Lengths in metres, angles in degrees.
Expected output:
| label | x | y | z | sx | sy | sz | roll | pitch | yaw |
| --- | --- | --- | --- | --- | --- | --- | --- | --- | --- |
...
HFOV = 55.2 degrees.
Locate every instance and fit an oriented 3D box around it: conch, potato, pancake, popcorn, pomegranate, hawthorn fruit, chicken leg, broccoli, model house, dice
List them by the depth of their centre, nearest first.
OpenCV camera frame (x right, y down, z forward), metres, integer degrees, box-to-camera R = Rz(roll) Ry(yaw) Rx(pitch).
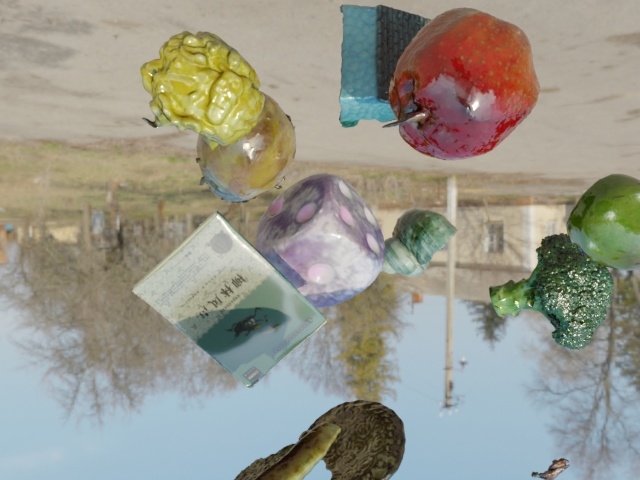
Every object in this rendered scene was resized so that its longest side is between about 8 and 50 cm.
| label | x | y | z | sx | sy | sz | roll | pitch | yaw |
| --- | --- | --- | --- | --- | --- | --- | --- | --- | --- |
| hawthorn fruit | 0.214 | -0.257 | 1.047 | 0.300 | 0.254 | 0.254 | -26 | -168 | -23 |
| pancake | -0.149 | 0.452 | 1.102 | 0.427 | 0.066 | 0.305 | -33 | 179 | -4 |
| pomegranate | 0.636 | -0.026 | 1.230 | 0.241 | 0.189 | 0.159 | -8 | -144 | -22 |
| popcorn | -0.238 | -0.295 | 1.231 | 0.249 | 0.225 | 0.249 | 33 | 174 | 4 |
| chicken leg | 0.486 | 0.486 | 1.285 | 0.083 | 0.036 | 0.021 | -30 | -171 | 4 |
| pancake | 0.063 | 0.475 | 1.384 | 0.288 | 0.033 | 0.286 | -6 | -146 | 42 |
| model house | 0.161 | -0.413 | 1.443 | 0.241 | 0.261 | 0.226 | 0 | 173 | 6 |
| broccoli | 0.579 | 0.136 | 1.534 | 0.297 | 0.297 | 0.298 | -22 | 171 | 30 |
| potato | -0.195 | -0.242 | 1.590 | 0.301 | 0.288 | 0.237 | -17 | -171 | -4 |
| dice | 0.000 | 0.000 | 1.684 | 0.270 | 0.270 | 0.271 | -31 | -147 | 23 |
| conch | 0.278 | 0.014 | 1.821 | 0.277 | 0.195 | 0.220 | -29 | -149 | 18 |

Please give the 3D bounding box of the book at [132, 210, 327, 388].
| label | x | y | z | sx | sy | sz | roll | pitch | yaw |
| --- | --- | --- | --- | --- | --- | --- | --- | --- | --- |
| book | -0.201 | 0.147 | 1.415 | 0.264 | 0.379 | 0.031 | -42 | -159 | 5 |
